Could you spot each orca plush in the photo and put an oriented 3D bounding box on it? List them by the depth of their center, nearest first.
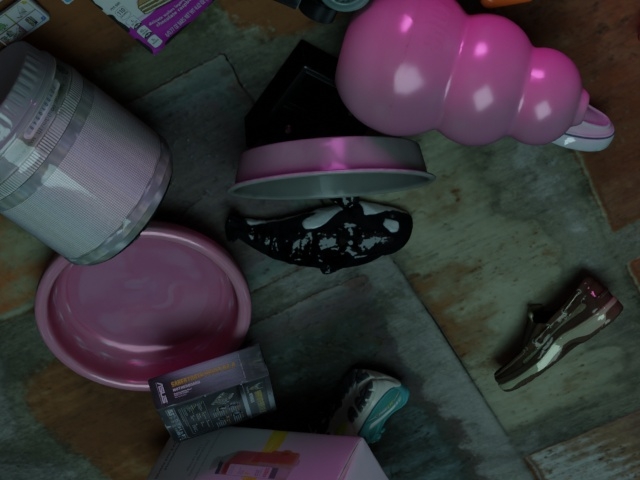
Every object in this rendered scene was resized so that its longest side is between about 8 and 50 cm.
[{"bbox_3d":[0.000,0.000,2.143,0.287,0.102,0.151,10,127,-13],"label":"orca plush"}]

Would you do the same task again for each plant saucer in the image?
[{"bbox_3d":[-0.274,0.090,2.202,0.332,0.084,0.332,-3,128,-4],"label":"plant saucer"}]

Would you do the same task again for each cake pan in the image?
[{"bbox_3d":[0.014,-0.099,1.983,0.293,0.293,0.054,-3,85,-3],"label":"cake pan"}]

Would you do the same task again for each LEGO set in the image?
[{"bbox_3d":[-0.383,-0.380,1.857,0.244,0.060,0.182,-31,137,20],"label":"LEGO set"}]

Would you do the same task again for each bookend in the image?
[{"bbox_3d":[-0.003,-0.178,2.021,0.156,0.072,0.157,26,122,-24],"label":"bookend"}]

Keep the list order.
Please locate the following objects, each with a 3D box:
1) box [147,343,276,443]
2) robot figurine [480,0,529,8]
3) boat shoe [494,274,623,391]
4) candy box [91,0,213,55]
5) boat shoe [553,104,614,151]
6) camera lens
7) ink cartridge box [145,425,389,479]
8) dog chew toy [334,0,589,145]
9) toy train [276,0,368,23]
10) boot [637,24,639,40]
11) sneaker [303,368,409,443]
[{"bbox_3d":[-0.169,0.247,2.266,0.183,0.056,0.231,-19,160,-5],"label":"box"},{"bbox_3d":[0.243,-0.388,1.845,0.219,0.128,0.158,-7,93,1],"label":"robot figurine"},{"bbox_3d":[0.372,0.146,2.321,0.257,0.095,0.095,-41,87,27],"label":"boat shoe"},{"bbox_3d":[-0.240,-0.370,1.816,0.159,0.071,0.233,-41,128,12],"label":"candy box"},{"bbox_3d":[0.317,-0.204,2.017,0.258,0.095,0.084,17,128,-18],"label":"boat shoe"},{"bbox_3d":[-0.357,-0.113,1.944,0.219,0.219,0.274,-38,122,23],"label":"camera lens"},{"bbox_3d":[-0.060,0.455,2.359,0.384,0.160,0.279,0,135,35],"label":"ink cartridge box"},{"bbox_3d":[0.192,-0.218,1.882,0.331,0.207,0.207,16,127,3],"label":"dog chew toy"},{"bbox_3d":[0.014,-0.435,1.785,0.190,0.142,0.334,21,124,-9],"label":"toy train"},{"bbox_3d":[0.573,-0.306,1.893,0.211,0.104,0.295,13,165,-6],"label":"boot"},{"bbox_3d":[0.054,0.331,2.419,0.110,0.107,0.275,14,129,-32],"label":"sneaker"}]
